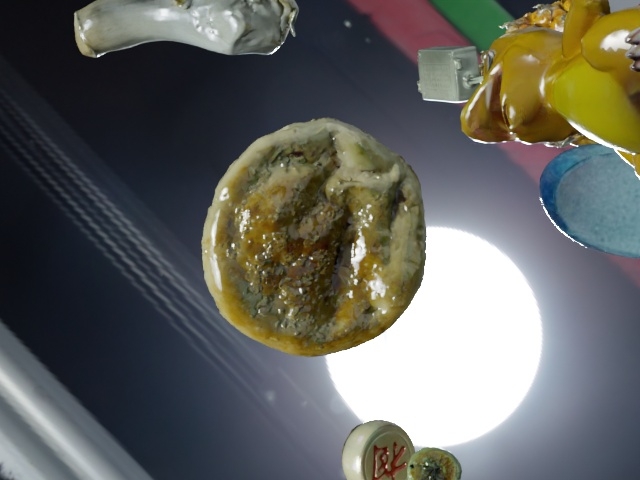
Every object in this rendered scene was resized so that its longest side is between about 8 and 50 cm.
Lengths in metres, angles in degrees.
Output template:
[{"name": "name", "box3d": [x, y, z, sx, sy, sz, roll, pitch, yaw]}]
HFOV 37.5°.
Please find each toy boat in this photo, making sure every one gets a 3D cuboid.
[{"name": "toy boat", "box3d": [0.585, -0.084, 1.861, 0.330, 0.215, 0.123, 9, -164, -8]}]

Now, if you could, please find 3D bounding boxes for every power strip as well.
[{"name": "power strip", "box3d": [0.189, -0.230, 1.308, 0.042, 0.175, 0.075, -14, -74, -19]}]

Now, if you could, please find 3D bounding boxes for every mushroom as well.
[{"name": "mushroom", "box3d": [-0.159, -0.257, 1.099, 0.278, 0.099, 0.096, 3, -109, 15]}]

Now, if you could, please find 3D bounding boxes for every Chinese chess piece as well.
[{"name": "Chinese chess piece", "box3d": [0.091, 0.338, 1.456, 0.122, 0.051, 0.122, 3, -95, -35]}]

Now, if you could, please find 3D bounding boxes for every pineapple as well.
[{"name": "pineapple", "box3d": [0.423, -0.288, 1.874, 0.286, 0.344, 0.209, -6, -146, 10]}]

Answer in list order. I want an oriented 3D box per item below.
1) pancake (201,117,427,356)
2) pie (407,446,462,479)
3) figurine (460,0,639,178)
[{"name": "pancake", "box3d": [-0.001, 0.001, 1.484, 0.387, 0.082, 0.386, -2, -83, -14]}, {"name": "pie", "box3d": [0.164, 0.338, 1.358, 0.084, 0.021, 0.084, 2, -119, -3]}, {"name": "figurine", "box3d": [0.152, -0.092, 0.482, 0.122, 0.176, 0.121, -42, -66, -18]}]
